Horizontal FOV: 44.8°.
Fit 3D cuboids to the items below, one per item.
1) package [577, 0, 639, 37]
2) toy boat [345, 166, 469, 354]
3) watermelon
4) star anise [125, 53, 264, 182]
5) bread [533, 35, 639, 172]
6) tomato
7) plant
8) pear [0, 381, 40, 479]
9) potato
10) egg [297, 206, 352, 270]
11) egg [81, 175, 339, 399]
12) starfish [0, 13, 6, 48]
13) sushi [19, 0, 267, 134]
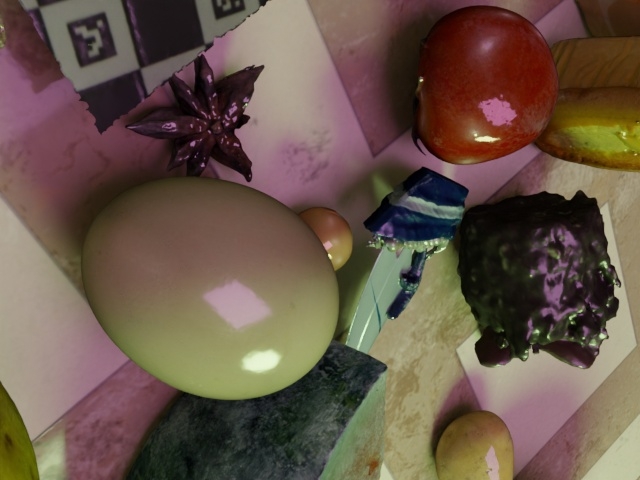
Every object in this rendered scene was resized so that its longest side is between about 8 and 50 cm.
[{"bbox_3d":[0.473,-0.241,0.903,0.221,0.311,0.165,-7,110,-36],"label":"package"},{"bbox_3d":[0.085,0.041,0.880,0.210,0.070,0.292,-28,143,-47],"label":"toy boat"},{"bbox_3d":[-0.052,0.290,0.807,0.258,0.228,0.387,37,76,-49],"label":"watermelon"},{"bbox_3d":[-0.112,-0.102,0.685,0.129,0.056,0.124,-6,113,-36],"label":"star anise"},{"bbox_3d":[0.377,-0.151,0.893,0.152,0.288,0.119,31,79,-42],"label":"bread"},{"bbox_3d":[0.171,-0.154,0.811,0.167,0.167,0.167,-15,117,-32],"label":"tomato"},{"bbox_3d":[0.262,0.059,0.957,0.178,0.204,0.234,-13,109,-35],"label":"plant"},{"bbox_3d":[-0.339,0.162,0.497,0.287,0.287,0.376,-24,102,-27],"label":"pear"},{"bbox_3d":[0.221,0.309,1.085,0.112,0.112,0.147,-5,105,-36],"label":"potato"},{"bbox_3d":[0.000,0.000,0.798,0.071,0.083,0.071,0,91,-14],"label":"egg"},{"bbox_3d":[-0.092,0.040,0.677,0.241,0.186,0.186,30,89,-31],"label":"egg"},{"bbox_3d":[-0.271,-0.236,0.511,0.240,0.043,0.228,-21,110,-46],"label":"starfish"},{"bbox_3d":[-0.134,-0.311,0.577,0.339,0.068,0.320,-45,132,-23],"label":"sushi"}]
